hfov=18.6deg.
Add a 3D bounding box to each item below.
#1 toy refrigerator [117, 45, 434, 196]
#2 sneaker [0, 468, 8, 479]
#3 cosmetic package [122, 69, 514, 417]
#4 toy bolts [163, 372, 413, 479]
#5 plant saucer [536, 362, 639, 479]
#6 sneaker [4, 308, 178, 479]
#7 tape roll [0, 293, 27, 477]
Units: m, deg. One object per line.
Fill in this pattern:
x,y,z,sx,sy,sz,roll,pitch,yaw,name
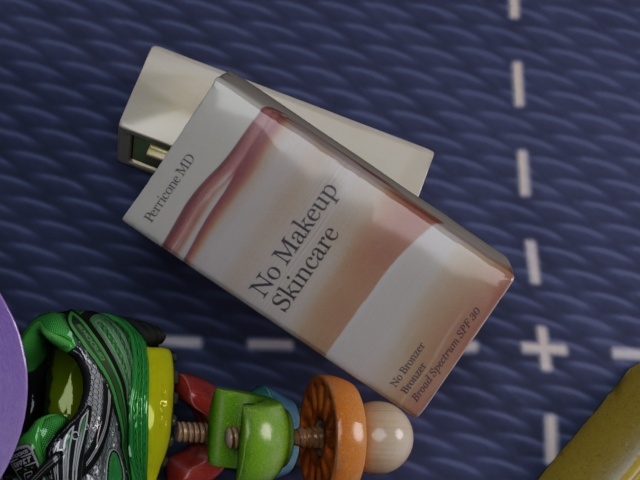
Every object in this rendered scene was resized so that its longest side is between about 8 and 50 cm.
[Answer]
-0.045,-0.072,1.766,0.270,0.102,0.094,21,72,-1,toy refrigerator
-0.331,0.265,1.636,0.147,0.130,0.330,-6,71,6,sneaker
0.000,0.000,1.646,0.296,0.129,0.153,33,97,-1,cosmetic package
-0.029,0.204,1.641,0.159,0.228,0.218,4,99,-20,toy bolts
0.318,0.318,1.706,0.333,0.081,0.332,41,73,6,plant saucer
-0.206,0.222,1.622,0.146,0.134,0.343,18,59,-46,sneaker
-0.368,0.109,1.512,0.275,0.090,0.274,-1,95,-15,tape roll
